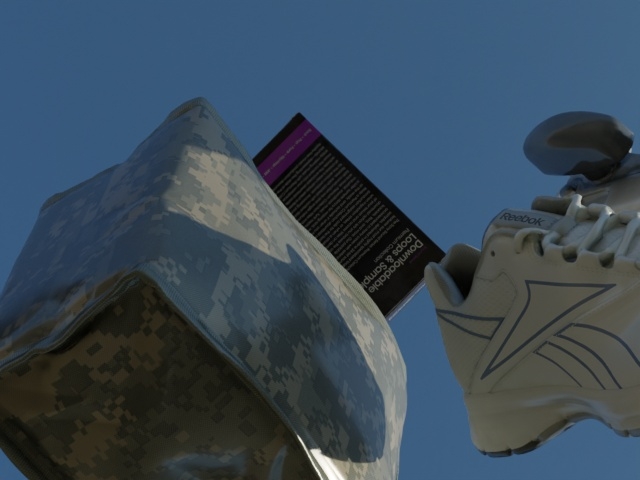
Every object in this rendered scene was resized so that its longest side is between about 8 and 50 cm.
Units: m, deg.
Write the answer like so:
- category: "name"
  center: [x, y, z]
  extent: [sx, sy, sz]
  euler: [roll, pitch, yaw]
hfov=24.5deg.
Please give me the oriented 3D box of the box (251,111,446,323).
- category: "box"
  center: [0.000, 0.000, 1.097]
  extent: [0.116, 0.029, 0.162]
  euler: [-45, -107, 0]

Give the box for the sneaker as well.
- category: "sneaker"
  center: [0.146, 0.033, 0.781]
  extent: [0.129, 0.111, 0.297]
  euler: [60, -34, -2]

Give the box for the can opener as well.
- category: "can opener"
  center: [0.262, -0.065, 1.074]
  extent: [0.093, 0.074, 0.280]
  euler: [39, -32, -27]

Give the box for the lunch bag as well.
- category: "lunch bag"
  center: [-0.053, 0.096, 0.888]
  extent: [0.169, 0.235, 0.287]
  euler: [-33, -68, 19]
